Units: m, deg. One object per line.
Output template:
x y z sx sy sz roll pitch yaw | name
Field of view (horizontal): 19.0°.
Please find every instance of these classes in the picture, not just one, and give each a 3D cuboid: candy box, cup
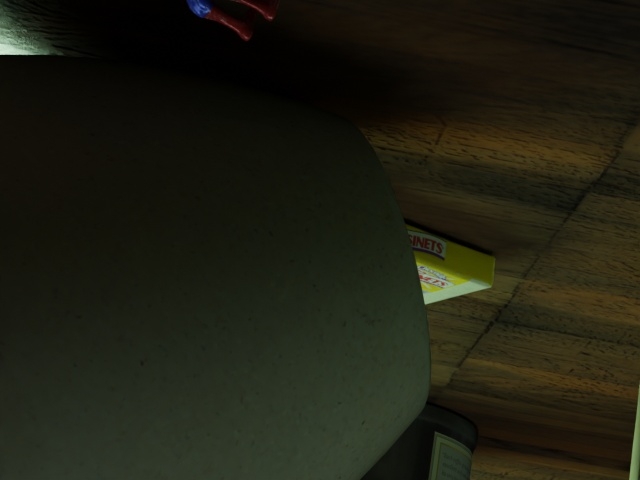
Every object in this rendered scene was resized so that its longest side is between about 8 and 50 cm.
0.000 0.000 1.219 0.206 0.027 0.105 20 156 -30 | candy box
-0.079 0.043 1.011 0.237 0.331 0.331 -14 165 -12 | cup

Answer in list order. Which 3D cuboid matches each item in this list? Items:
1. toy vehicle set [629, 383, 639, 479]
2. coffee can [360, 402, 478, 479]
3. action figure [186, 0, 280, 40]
0.284 0.058 1.032 0.035 0.166 0.267 22 157 -33 | toy vehicle set
0.022 0.287 1.667 0.201 0.275 0.201 8 161 3 | coffee can
-0.074 -0.130 0.867 0.115 0.030 0.038 24 152 -25 | action figure
